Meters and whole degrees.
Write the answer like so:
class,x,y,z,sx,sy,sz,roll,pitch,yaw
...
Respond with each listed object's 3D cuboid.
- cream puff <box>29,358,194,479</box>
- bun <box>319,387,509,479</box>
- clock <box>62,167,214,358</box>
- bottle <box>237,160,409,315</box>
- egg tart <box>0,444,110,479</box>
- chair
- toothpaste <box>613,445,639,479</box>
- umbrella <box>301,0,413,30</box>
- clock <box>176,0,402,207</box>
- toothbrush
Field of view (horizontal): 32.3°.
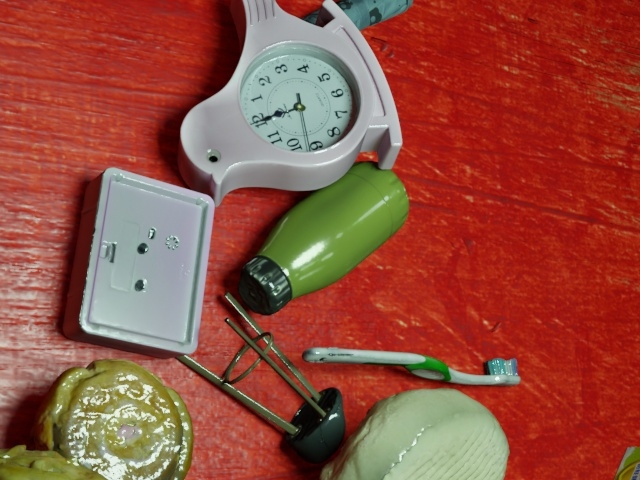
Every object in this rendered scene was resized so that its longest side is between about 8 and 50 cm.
class,x,y,z,sx,sy,sz,roll,pitch,yaw
cream puff,-0.226,0.225,1.187,0.189,0.129,0.189,10,65,-22
bun,0.093,0.294,1.332,0.287,0.146,0.287,-21,130,-28
clock,-0.212,0.029,1.289,0.150,0.063,0.197,16,69,-30
bottle,0.000,0.000,1.405,0.260,0.112,0.112,-39,100,-36
egg tart,-0.306,0.365,1.027,0.345,0.132,0.345,-2,55,3
chair,-0.056,0.165,1.343,0.221,0.104,0.095,47,40,-12
toothpaste,0.452,0.443,1.593,0.077,0.110,0.327,44,58,-15
umbrella,0.030,-0.308,1.543,0.250,0.052,0.053,-30,107,-29
clock,-0.068,-0.199,1.395,0.275,0.080,0.290,-18,73,-15
toothbrush,0.134,0.169,1.458,0.418,0.042,0.040,9,67,-43
